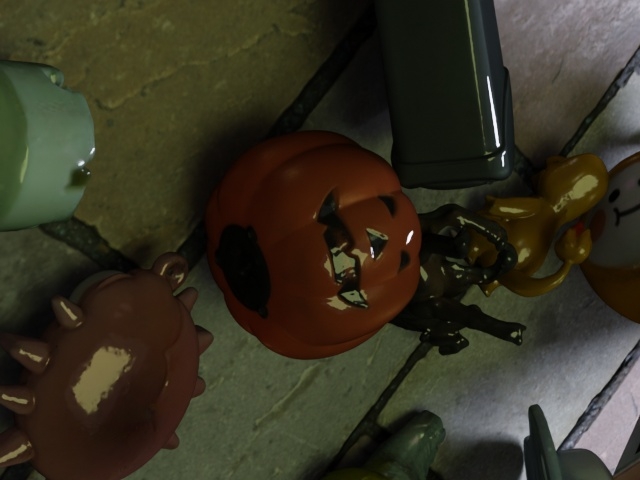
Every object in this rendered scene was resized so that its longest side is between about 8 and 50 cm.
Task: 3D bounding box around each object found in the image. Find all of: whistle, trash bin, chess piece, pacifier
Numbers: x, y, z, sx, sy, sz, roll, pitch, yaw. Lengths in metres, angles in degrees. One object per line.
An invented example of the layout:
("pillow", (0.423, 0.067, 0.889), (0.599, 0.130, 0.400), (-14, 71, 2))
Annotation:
("whistle", (0.068, 0.259, 1.480), (0.223, 0.123, 0.123), (-46, 136, -33))
("trash bin", (0.103, -0.156, 1.241), (0.177, 0.101, 0.236), (-74, 156, -56))
("chess piece", (-0.294, -0.062, 0.950), (0.299, 0.194, 0.195), (-5, 115, -50))
("pacifier", (0.201, 0.308, 1.567), (0.225, 0.238, 0.287), (-7, 160, 5))

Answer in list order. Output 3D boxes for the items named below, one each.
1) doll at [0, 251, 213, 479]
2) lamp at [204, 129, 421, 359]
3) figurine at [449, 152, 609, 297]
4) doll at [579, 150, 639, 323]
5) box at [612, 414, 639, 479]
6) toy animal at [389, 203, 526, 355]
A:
("doll", (-0.178, 0.127, 1.202), (0.211, 0.093, 0.262), (16, 100, -48))
("lamp", (0.000, 0.000, 1.226), (0.164, 0.187, 0.188), (-23, 125, -33))
("figurine", (0.226, -0.015, 1.457), (0.176, 0.122, 0.121), (-46, 132, -11))
("doll", (0.378, -0.027, 1.554), (0.213, 0.213, 0.236), (49, 38, -44))
("box", (0.508, 0.094, 1.532), (0.344, 0.122, 0.385), (-46, -178, 42))
("toy animal", (0.104, 0.034, 1.382), (0.233, 0.148, 0.084), (54, 36, -41))
